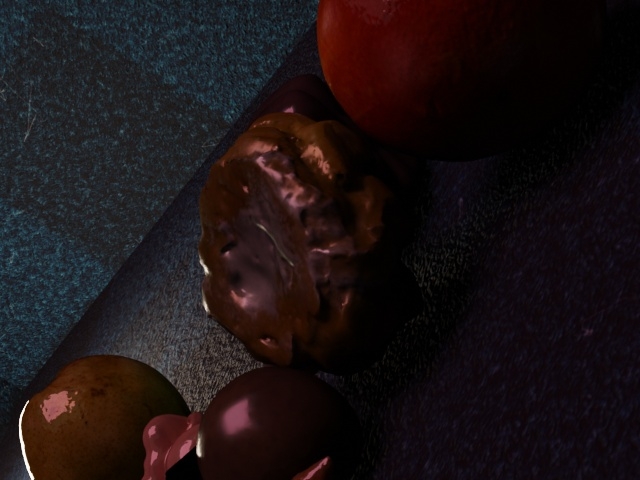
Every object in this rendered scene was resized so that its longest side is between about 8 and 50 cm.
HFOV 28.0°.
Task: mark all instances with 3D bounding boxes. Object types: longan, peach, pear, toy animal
[{"bbox_3d":[-0.055,0.254,1.600,0.220,0.196,0.196,-44,19,34],"label":"longan"},{"bbox_3d":[0.177,-0.291,1.624,0.388,0.388,0.388,-51,16,20],"label":"peach"},{"bbox_3d":[-0.376,0.345,2.236,0.304,0.304,0.304,-51,16,20],"label":"pear"},{"bbox_3d":[-0.189,0.338,1.917,0.198,0.171,0.171,-25,34,56],"label":"toy animal"}]

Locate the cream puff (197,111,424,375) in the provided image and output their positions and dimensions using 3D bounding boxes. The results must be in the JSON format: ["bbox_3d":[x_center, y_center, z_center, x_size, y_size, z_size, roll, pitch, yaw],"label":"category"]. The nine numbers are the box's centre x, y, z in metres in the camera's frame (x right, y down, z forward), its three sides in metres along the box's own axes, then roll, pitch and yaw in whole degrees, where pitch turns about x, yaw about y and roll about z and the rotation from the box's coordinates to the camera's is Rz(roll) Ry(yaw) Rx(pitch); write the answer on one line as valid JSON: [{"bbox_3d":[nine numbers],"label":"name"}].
[{"bbox_3d":[0.007,0.005,1.715,0.275,0.378,0.378,-15,-12,-34],"label":"cream puff"}]

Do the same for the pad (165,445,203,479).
[{"bbox_3d":[-0.127,0.303,1.725,0.243,0.004,0.163,-38,-40,-45],"label":"pad"}]

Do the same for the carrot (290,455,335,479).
[{"bbox_3d":[-0.055,0.354,1.508,0.263,0.102,0.102,-57,14,17],"label":"carrot"}]

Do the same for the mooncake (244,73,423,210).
[{"bbox_3d":[0.024,-0.125,1.983,0.154,0.306,0.306,-50,16,27],"label":"mooncake"}]
